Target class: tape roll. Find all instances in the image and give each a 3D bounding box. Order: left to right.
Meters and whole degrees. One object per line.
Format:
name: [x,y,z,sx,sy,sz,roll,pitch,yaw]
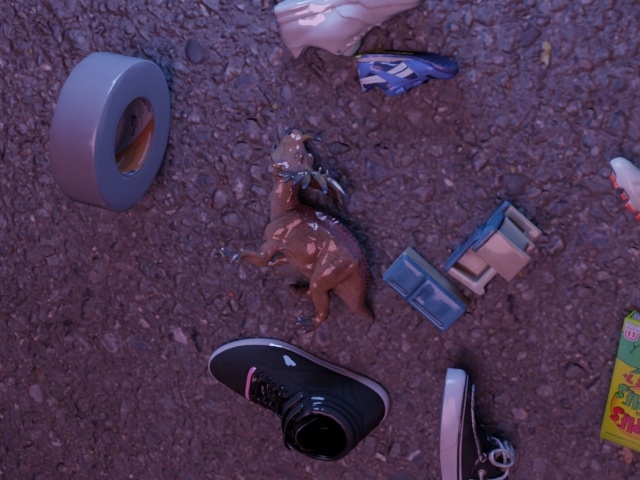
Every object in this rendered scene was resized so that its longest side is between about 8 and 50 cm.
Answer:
tape roll: [-0.294,-0.154,1.382,0.072,0.219,0.219,15,110,15]

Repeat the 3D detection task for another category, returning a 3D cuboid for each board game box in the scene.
board game box: [0.445,0.196,1.315,0.092,0.043,0.181,17,112,31]

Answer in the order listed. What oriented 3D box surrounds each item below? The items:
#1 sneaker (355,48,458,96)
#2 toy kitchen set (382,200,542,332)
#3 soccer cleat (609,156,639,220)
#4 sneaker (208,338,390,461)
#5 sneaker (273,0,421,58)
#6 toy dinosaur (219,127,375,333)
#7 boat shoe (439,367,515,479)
sneaker: [0.117,-0.224,1.311,0.144,0.053,0.059,9,111,24]
toy kitchen set: [0.178,0.034,1.303,0.122,0.166,0.207,41,114,3]
soccer cleat: [0.447,-0.039,1.248,0.076,0.068,0.196,-38,98,19]
sneaker: [-0.054,0.236,1.457,0.295,0.147,0.105,16,112,16]
sneaker: [0.045,-0.294,1.310,0.212,0.080,0.094,-4,117,27]
toy dinosaur: [0.000,0.000,1.385,0.295,0.127,0.200,45,108,-4]
boat shoe: [0.229,0.323,1.406,0.104,0.113,0.307,-1,108,13]
